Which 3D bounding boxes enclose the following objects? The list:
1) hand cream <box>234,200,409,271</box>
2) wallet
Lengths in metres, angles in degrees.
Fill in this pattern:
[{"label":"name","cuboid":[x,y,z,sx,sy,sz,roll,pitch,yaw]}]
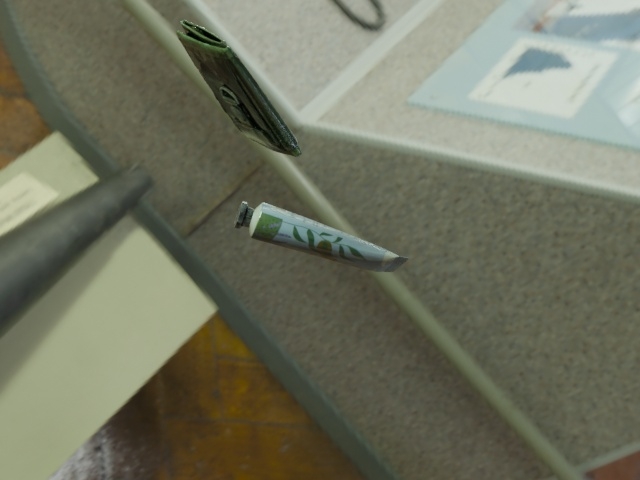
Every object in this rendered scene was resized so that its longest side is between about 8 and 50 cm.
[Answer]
[{"label":"hand cream","cuboid":[0.000,0.000,1.919,0.271,0.091,0.058,18,68,-9]},{"label":"wallet","cuboid":[-0.129,-0.234,1.936,0.055,0.160,0.236,-46,130,-11]}]
